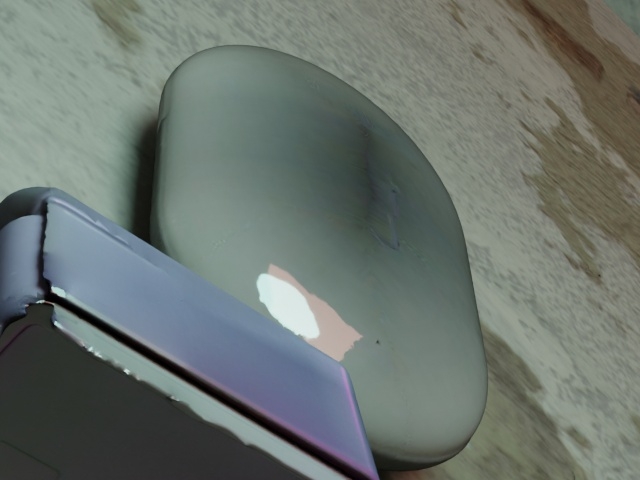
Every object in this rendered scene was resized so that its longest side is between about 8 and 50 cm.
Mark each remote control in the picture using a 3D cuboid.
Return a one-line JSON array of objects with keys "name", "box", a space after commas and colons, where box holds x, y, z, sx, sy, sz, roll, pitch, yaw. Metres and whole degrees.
[{"name": "remote control", "box": [0.000, 0.000, 0.987, 0.221, 0.103, 0.332, 31, 26, -21]}]

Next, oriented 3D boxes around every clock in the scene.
[{"name": "clock", "box": [-0.092, 0.094, 0.553, 0.145, 0.193, 0.073, 34, 24, -28]}]
